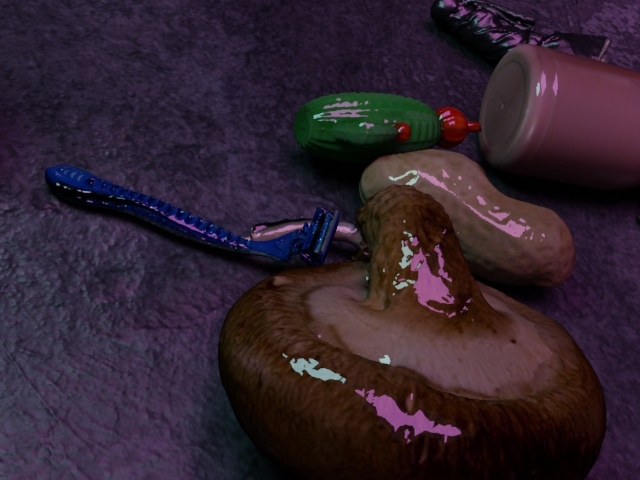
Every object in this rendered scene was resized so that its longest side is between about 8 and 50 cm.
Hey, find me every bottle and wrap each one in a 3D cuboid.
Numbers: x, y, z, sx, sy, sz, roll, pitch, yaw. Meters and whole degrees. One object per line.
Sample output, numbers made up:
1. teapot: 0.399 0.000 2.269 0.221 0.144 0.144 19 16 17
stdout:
1. bottle: 0.379 -0.138 1.177 0.297 0.173 0.206 10 80 -16

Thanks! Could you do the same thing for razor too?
1. razor: -0.146 -0.024 0.942 0.324 0.056 0.093 13 36 5

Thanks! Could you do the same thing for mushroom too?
1. mushroom: 0.088 0.126 0.784 0.345 0.239 0.345 -6 40 5
2. mushroom: 0.000 0.000 0.989 0.187 0.061 0.060 1 58 -5

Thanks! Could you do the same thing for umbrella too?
1. umbrella: 0.330 -0.288 1.319 0.358 0.106 0.113 33 51 9

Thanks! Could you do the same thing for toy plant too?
1. toy plant: 0.078 -0.144 1.095 0.155 0.088 0.240 11 16 41

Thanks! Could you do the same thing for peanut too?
1. peanut: 0.179 -0.030 1.035 0.274 0.111 0.125 28 66 1
